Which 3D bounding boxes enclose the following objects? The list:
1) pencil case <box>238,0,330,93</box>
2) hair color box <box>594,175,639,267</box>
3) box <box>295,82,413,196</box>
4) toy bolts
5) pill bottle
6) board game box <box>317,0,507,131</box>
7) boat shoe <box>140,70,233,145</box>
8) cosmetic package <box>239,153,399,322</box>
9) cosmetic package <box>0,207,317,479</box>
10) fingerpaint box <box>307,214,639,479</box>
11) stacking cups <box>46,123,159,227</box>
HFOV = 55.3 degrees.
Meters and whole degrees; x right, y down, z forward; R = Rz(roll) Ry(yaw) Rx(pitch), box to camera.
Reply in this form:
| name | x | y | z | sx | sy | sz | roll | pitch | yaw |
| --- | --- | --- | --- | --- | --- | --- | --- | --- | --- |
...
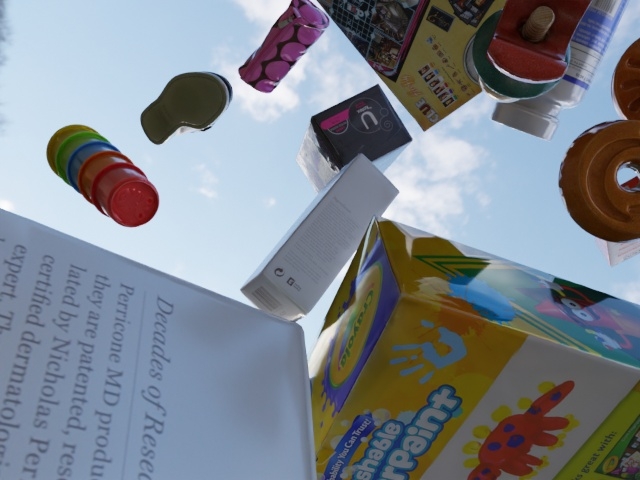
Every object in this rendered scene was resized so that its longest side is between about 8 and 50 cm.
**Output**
| name | x | y | z | sx | sy | sz | roll | pitch | yaw |
| --- | --- | --- | --- | --- | --- | --- | --- | --- | --- |
| pencil case | -0.079 | -0.377 | 1.190 | 0.095 | 0.098 | 0.209 | 46 | -52 | -2 |
| hair color box | 0.412 | -0.022 | 0.829 | 0.072 | 0.141 | 0.043 | -29 | -126 | 12 |
| box | 0.061 | -0.194 | 1.317 | 0.143 | 0.165 | 0.270 | 59 | -15 | 5 |
| toy bolts | 0.235 | -0.119 | 0.555 | 0.228 | 0.158 | 0.218 | 27 | -91 | 6 |
| pill bottle | 0.385 | -0.310 | 1.007 | 0.152 | 0.152 | 0.272 | 29 | -71 | 26 |
| board game box | 0.116 | -0.261 | 0.698 | 0.165 | 0.042 | 0.243 | -33 | -57 | 22 |
| boat shoe | -0.284 | -0.307 | 1.385 | 0.340 | 0.113 | 0.127 | -20 | -77 | 49 |
| cosmetic package | 0.000 | 0.000 | 0.832 | 0.085 | 0.231 | 0.117 | 43 | -26 | -6 |
| cosmetic package | -0.247 | 0.199 | 0.364 | 0.329 | 0.393 | 0.328 | -40 | -140 | 32 |
| fingerpaint box | 0.144 | 0.242 | 0.674 | 0.370 | 0.163 | 0.445 | 17 | -65 | -13 |
| stacking cups | -0.307 | -0.093 | 0.839 | 0.316 | 0.096 | 0.096 | 30 | -47 | 55 |
